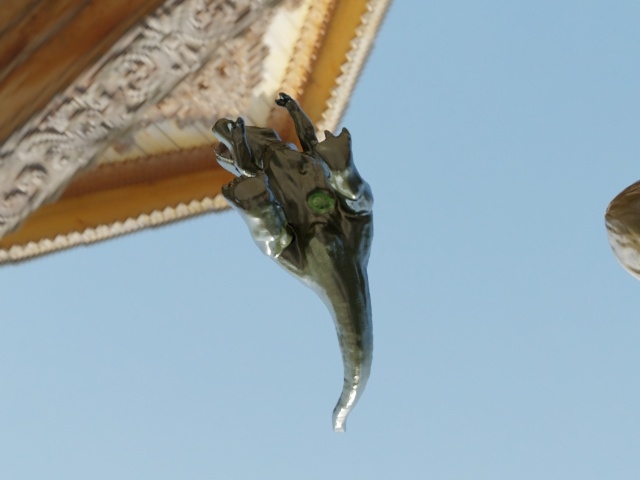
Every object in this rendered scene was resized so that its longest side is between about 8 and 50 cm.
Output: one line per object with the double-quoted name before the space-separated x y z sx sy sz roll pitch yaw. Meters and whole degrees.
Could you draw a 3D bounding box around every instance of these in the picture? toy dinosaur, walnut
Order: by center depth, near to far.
"toy dinosaur" 0.000 0.000 0.776 0.087 0.179 0.187 -24 -137 2
"walnut" 0.397 -0.007 1.340 0.140 0.140 0.162 -49 -124 -3
